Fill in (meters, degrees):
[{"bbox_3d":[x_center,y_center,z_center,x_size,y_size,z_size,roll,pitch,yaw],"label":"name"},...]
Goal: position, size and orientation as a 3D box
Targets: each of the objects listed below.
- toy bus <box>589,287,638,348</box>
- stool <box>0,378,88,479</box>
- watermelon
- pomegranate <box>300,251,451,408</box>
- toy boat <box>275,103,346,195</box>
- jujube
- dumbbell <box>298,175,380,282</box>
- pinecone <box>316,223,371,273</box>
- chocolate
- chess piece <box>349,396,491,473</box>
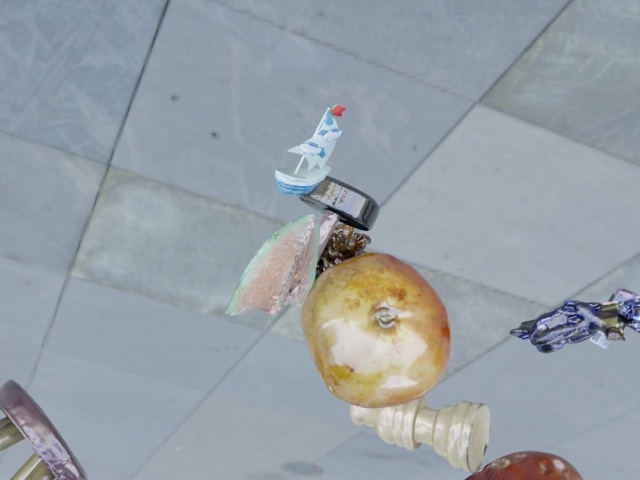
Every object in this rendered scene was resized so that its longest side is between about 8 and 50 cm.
[{"bbox_3d":[0.599,0.158,1.796,0.052,0.037,0.130,28,109,7],"label":"toy bus"},{"bbox_3d":[-0.620,0.439,1.794,0.272,0.178,0.272,41,154,25],"label":"stool"},{"bbox_3d":[-0.038,0.039,1.120,0.101,0.155,0.080,19,178,-36],"label":"watermelon"},{"bbox_3d":[0.089,0.156,1.445,0.229,0.252,0.270,-28,161,-10],"label":"pomegranate"},{"bbox_3d":[-0.007,-0.125,1.242,0.034,0.149,0.105,40,-172,29],"label":"toy boat"},{"bbox_3d":[0.326,0.504,1.549,0.318,0.223,0.223,-35,131,27],"label":"jujube"},{"bbox_3d":[0.000,0.000,1.613,0.153,0.218,0.152,26,177,2],"label":"dumbbell"},{"bbox_3d":[0.040,0.049,1.822,0.150,0.179,0.195,-18,153,-8],"label":"pinecone"},{"bbox_3d":[0.507,0.142,1.571,0.344,0.148,0.126,-6,106,22],"label":"chocolate"},{"bbox_3d":[0.198,0.383,1.870,0.307,0.124,0.138,9,140,32],"label":"chess piece"}]
